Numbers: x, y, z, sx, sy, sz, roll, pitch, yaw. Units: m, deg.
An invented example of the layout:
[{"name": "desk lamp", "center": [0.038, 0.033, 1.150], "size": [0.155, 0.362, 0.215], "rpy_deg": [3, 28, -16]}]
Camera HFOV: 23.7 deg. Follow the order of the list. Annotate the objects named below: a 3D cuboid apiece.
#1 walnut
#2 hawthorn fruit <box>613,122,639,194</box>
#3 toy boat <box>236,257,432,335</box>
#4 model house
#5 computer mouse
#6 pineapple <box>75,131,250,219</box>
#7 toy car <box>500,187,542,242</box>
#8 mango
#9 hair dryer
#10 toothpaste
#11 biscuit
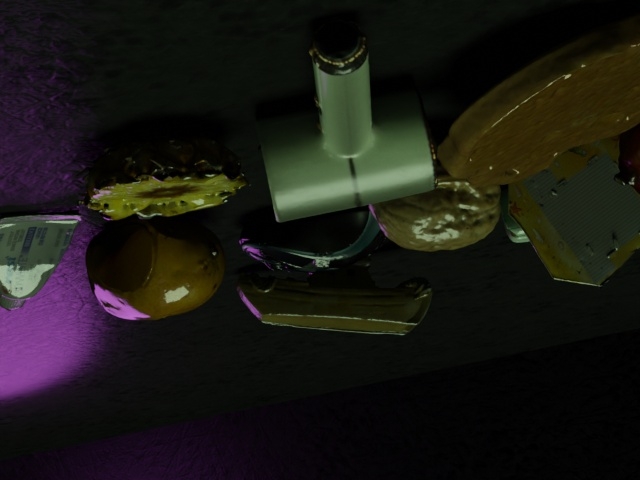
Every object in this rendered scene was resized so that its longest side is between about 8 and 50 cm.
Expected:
[{"name": "walnut", "center": [0.144, -0.063, 1.977], "size": [0.184, 0.155, 0.155], "rpy_deg": [-4, 164, -19]}, {"name": "hawthorn fruit", "center": [0.468, -0.118, 1.982], "size": [0.188, 0.169, 0.169], "rpy_deg": [-25, 171, -21]}, {"name": "toy boat", "center": [0.022, 0.082, 2.511], "size": [0.321, 0.121, 0.089], "rpy_deg": [5, 164, -5]}, {"name": "model house", "center": [0.364, -0.060, 2.150], "size": [0.207, 0.219, 0.136], "rpy_deg": [-39, -177, 1]}, {"name": "computer mouse", "center": [0.000, 0.000, 2.223], "size": [0.233, 0.096, 0.137], "rpy_deg": [-12, 166, -3]}, {"name": "pineapple", "center": [-0.189, -0.080, 1.813], "size": [0.225, 0.076, 0.225], "rpy_deg": [-8, 167, -2]}, {"name": "toy car", "center": [0.380, -0.065, 2.282], "size": [0.224, 0.090, 0.076], "rpy_deg": [-15, 159, 13]}, {"name": "mango", "center": [-0.232, 0.046, 2.151], "size": [0.236, 0.136, 0.166], "rpy_deg": [-17, 168, 42]}, {"name": "hair dryer", "center": [0.024, -0.145, 1.686], "size": [0.203, 0.128, 0.362], "rpy_deg": [-11, 158, -1]}, {"name": "toothpaste", "center": [-0.405, 0.026, 2.104], "size": [0.099, 0.068, 0.282], "rpy_deg": [-35, 172, -30]}, {"name": "biscuit", "center": [0.287, -0.163, 1.806], "size": [0.312, 0.057, 0.351], "rpy_deg": [-30, 164, 17]}]
